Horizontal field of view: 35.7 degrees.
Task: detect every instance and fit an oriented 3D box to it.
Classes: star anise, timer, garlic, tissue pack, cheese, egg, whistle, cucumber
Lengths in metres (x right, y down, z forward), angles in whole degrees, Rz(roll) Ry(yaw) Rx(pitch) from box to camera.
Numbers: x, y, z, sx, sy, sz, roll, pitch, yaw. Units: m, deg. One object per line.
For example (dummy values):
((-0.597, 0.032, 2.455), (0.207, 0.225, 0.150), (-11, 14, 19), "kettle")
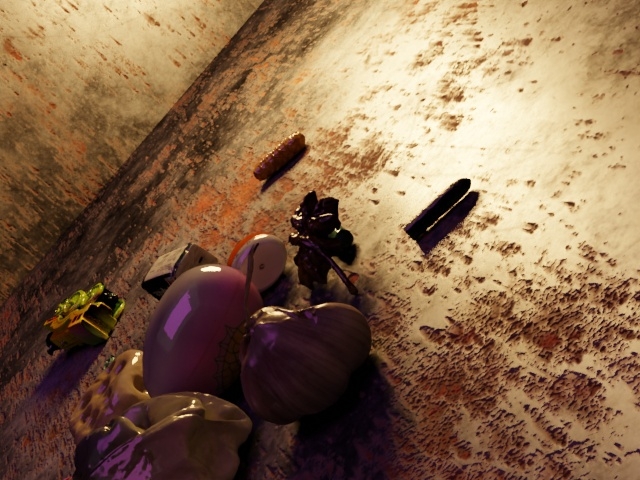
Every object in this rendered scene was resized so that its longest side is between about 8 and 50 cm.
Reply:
((0.003, 0.000, 1.719), (0.234, 0.073, 0.177), (2, 92, 59), "star anise")
((-0.127, 0.043, 1.930), (0.136, 0.099, 0.136), (-38, 11, 9), "timer")
((-0.043, 0.137, 1.486), (0.207, 0.256, 0.207), (-23, -15, -7), "garlic")
((-0.317, 0.074, 2.236), (0.170, 0.090, 0.103), (-19, 35, 54), "tissue pack")
((-0.387, 0.326, 1.910), (0.218, 0.117, 0.235), (-26, 32, 46), "cheese")
((-0.209, 0.170, 1.740), (0.271, 0.196, 0.196), (-60, 23, -9), "egg")
((0.014, -0.023, 1.848), (0.039, 0.039, 0.186), (-49, 22, -1), "whistle")
((0.189, -0.054, 1.581), (0.133, 0.032, 0.032), (-42, 23, 12), "cucumber")

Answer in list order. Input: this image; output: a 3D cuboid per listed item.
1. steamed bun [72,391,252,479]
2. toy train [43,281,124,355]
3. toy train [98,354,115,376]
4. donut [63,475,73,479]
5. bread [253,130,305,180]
((-0.272, 0.347, 1.534), (0.268, 0.207, 0.280), (-33, 25, 40), "steamed bun")
((-0.620, 0.210, 2.562), (0.296, 0.100, 0.160), (-23, 34, 47), "toy train")
((-0.421, 0.297, 2.093), (0.172, 0.070, 0.099), (-7, 56, 59), "toy train")
((-0.412, 0.459, 1.739), (0.065, 0.117, 0.166), (-43, 22, 24), "donut")
((-0.097, -0.197, 2.335), (0.157, 0.044, 0.052), (-39, 21, 21), "bread")
